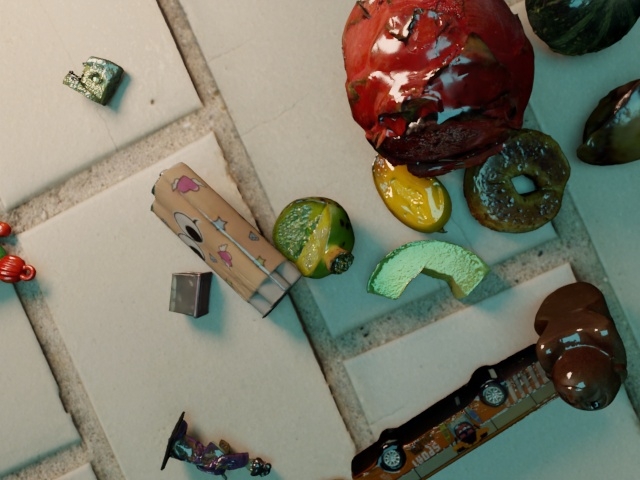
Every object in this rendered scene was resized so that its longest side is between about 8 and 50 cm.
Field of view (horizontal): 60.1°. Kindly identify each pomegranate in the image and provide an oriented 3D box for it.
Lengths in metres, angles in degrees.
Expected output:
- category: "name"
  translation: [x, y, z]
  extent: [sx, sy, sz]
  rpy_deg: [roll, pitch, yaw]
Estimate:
- category: "pomegranate"
  translation: [0.006, -0.001, 0.977]
  extent: [0.169, 0.122, 0.143]
  rpy_deg: [29, 106, 32]

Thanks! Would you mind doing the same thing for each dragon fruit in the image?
- category: "dragon fruit"
  translation: [0.173, -0.257, 0.864]
  extent: [0.296, 0.295, 0.301]
  rpy_deg: [-28, 70, 7]

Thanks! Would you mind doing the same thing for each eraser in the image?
- category: "eraser"
  translation: [-0.172, 0.002, 0.988]
  extent: [0.290, 0.171, 0.087]
  rpy_deg: [43, 63, 3]

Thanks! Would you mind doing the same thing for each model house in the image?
- category: "model house"
  translation: [-0.425, -0.308, 1.038]
  extent: [0.079, 0.066, 0.083]
  rpy_deg: [30, 94, 2]

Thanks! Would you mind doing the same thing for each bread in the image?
- category: "bread"
  translation: [0.341, -0.104, 0.973]
  extent: [0.193, 0.064, 0.193]
  rpy_deg: [0, 95, 0]

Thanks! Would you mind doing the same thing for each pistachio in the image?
- category: "pistachio"
  translation: [0.520, -0.200, 0.921]
  extent: [0.210, 0.130, 0.165]
  rpy_deg: [-34, 129, 6]

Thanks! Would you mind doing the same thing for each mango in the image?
- category: "mango"
  translation: [0.162, -0.084, 0.990]
  extent: [0.187, 0.066, 0.101]
  rpy_deg: [43, 104, 8]

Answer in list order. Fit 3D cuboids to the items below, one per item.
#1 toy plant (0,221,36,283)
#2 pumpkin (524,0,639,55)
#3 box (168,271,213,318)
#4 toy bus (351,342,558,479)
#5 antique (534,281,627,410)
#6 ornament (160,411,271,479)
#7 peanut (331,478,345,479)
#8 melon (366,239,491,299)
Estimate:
- category: "toy plant"
  translation: [-0.676, 0.023, 1.073]
  extent: [0.240, 0.088, 0.154]
  rpy_deg: [-11, 77, -1]
- category: "pumpkin"
  translation: [0.430, -0.398, 0.903]
  extent: [0.190, 0.146, 0.190]
  rpy_deg: [0, 91, 4]
- category: "box"
  translation: [-0.246, 0.098, 1.046]
  extent: [0.063, 0.060, 0.084]
  rpy_deg: [8, 94, 14]
- category: "toy bus"
  translation: [0.238, 0.326, 0.988]
  extent: [0.409, 0.093, 0.092]
  rpy_deg: [-35, 92, 8]
- category: "antique"
  translation: [0.421, 0.175, 0.887]
  extent: [0.121, 0.257, 0.143]
  rpy_deg: [-22, 95, 25]
- category: "ornament"
  translation: [-0.196, 0.416, 1.048]
  extent: [0.203, 0.088, 0.081]
  rpy_deg: [25, 115, -7]
- category: "peanut"
  translation: [0.024, 0.471, 1.045]
  extent: [0.083, 0.037, 0.037]
  rpy_deg: [-10, 92, 8]
- category: "melon"
  translation: [0.193, 0.055, 0.995]
  extent: [0.210, 0.064, 0.118]
  rpy_deg: [10, 93, 3]
